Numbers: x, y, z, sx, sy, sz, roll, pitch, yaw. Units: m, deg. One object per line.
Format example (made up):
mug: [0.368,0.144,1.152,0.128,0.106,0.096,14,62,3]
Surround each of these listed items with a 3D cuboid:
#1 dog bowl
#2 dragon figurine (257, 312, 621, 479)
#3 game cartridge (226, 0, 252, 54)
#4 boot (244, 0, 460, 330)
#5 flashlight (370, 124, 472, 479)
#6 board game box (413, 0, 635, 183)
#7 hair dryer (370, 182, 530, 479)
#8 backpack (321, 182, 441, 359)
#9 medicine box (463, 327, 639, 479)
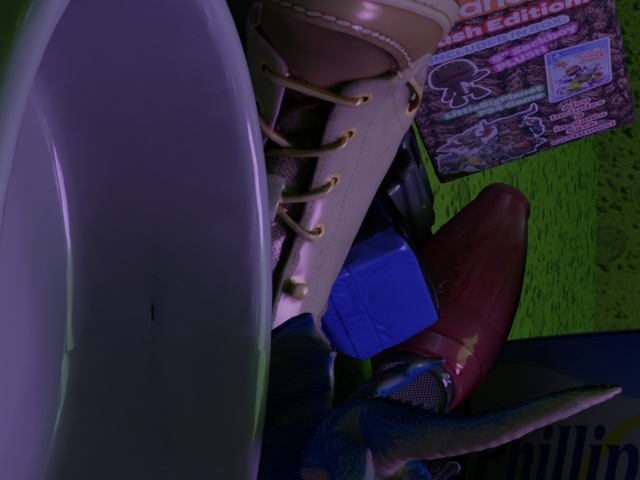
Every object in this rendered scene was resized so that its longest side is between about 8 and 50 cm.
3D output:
dog bowl: [-0.107,0.031,0.696,0.349,0.102,0.348,2,90,-76]
dragon figurine: [0.006,0.088,0.857,0.289,0.085,0.144,-45,-144,40]
game cartridge: [-0.065,-0.230,0.897,0.196,0.060,0.294,33,60,-73]
boot: [-0.017,-0.037,0.905,0.262,0.095,0.203,42,73,-87]
flashlight: [0.049,0.060,1.299,0.304,0.103,0.103,69,11,-45]
board game box: [0.088,-0.213,1.184,0.291,0.141,0.232,59,14,-63]
hair dryer: [0.070,0.097,1.212,0.223,0.080,0.293,55,55,-79]
backpack: [0.000,0.000,1.098,0.098,0.101,0.120,74,-10,-52]
medicine box: [0.215,0.210,1.212,0.263,0.149,0.289,-12,-109,62]
